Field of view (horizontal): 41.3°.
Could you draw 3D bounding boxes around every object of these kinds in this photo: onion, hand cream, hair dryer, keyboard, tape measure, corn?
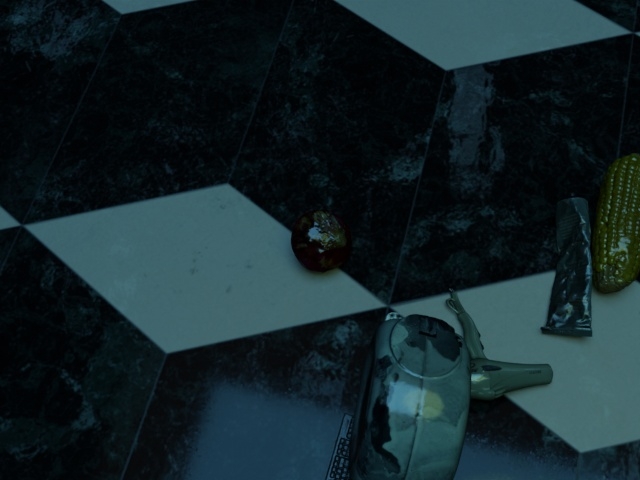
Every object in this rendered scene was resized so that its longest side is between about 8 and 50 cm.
[{"bbox_3d":[0.000,0.000,1.420,0.107,0.097,0.107,2,85,-20],"label":"onion"},{"bbox_3d":[0.405,0.034,1.384,0.075,0.052,0.247,-13,58,45],"label":"hand cream"},{"bbox_3d":[0.280,0.168,1.350,0.167,0.067,0.199,9,49,-2],"label":"hair dryer"},{"bbox_3d":[0.037,0.361,1.275,0.064,0.010,0.198,14,65,8],"label":"keyboard"},{"bbox_3d":[0.129,0.231,1.192,0.147,0.256,0.275,10,81,1],"label":"tape measure"},{"bbox_3d":[0.500,-0.034,1.405,0.097,0.097,0.261,15,66,11],"label":"corn"}]
